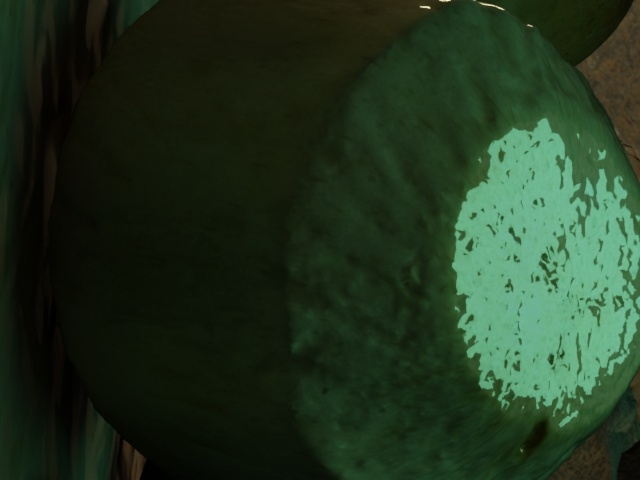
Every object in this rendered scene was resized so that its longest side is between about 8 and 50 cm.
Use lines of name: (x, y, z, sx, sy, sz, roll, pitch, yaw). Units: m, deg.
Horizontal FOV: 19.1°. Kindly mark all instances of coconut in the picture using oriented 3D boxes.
coconut: (0.000, 0.000, 0.982, 0.329, 0.329, 0.329, 4, 90, -85)

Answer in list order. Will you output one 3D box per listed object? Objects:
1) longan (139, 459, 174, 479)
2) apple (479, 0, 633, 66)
longan: (-0.004, 0.186, 1.204, 0.248, 0.248, 0.248, 4, 90, -85)
apple: (0.066, -0.256, 1.314, 0.338, 0.305, 0.338, -3, 90, -78)
